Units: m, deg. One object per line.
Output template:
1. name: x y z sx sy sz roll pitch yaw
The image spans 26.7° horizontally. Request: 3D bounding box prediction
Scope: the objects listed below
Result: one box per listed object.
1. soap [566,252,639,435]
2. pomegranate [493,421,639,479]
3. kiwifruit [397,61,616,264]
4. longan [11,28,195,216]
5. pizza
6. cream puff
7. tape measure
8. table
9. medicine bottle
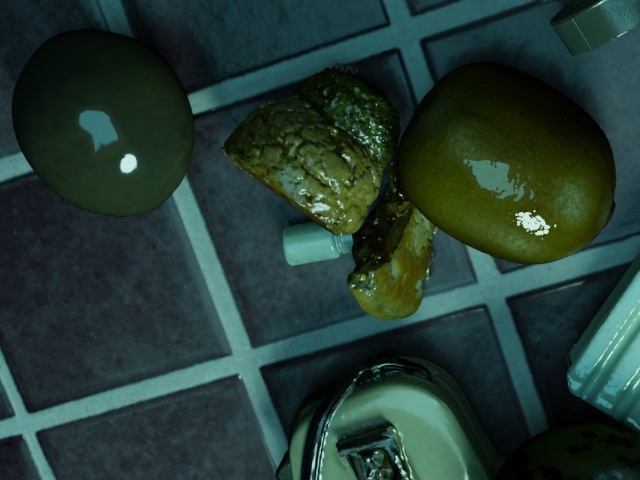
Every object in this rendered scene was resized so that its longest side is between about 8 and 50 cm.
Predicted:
1. soap: 0.389 0.092 1.474 0.150 0.094 0.261 34 110 5
2. pomegranate: 0.300 0.320 1.470 0.242 0.306 0.242 -4 79 25
3. kiwifruit: 0.200 -0.075 1.406 0.234 0.196 0.196 26 108 -5
4. longan: -0.237 -0.131 1.472 0.196 0.196 0.220 -34 85 17
5. pizza: 0.079 -0.010 1.499 0.069 0.154 0.194 11 81 28
6. cream puff: 0.006 -0.114 1.458 0.183 0.183 0.169 35 90 -1
7. tape measure: 0.051 0.262 1.561 0.271 0.133 0.231 -28 99 19
8. table: 0.301 -0.241 1.371 0.133 0.133 0.043 -32 99 17
9. medicine bottle: 0.000 0.000 1.538 0.083 0.047 0.047 -9 103 12
